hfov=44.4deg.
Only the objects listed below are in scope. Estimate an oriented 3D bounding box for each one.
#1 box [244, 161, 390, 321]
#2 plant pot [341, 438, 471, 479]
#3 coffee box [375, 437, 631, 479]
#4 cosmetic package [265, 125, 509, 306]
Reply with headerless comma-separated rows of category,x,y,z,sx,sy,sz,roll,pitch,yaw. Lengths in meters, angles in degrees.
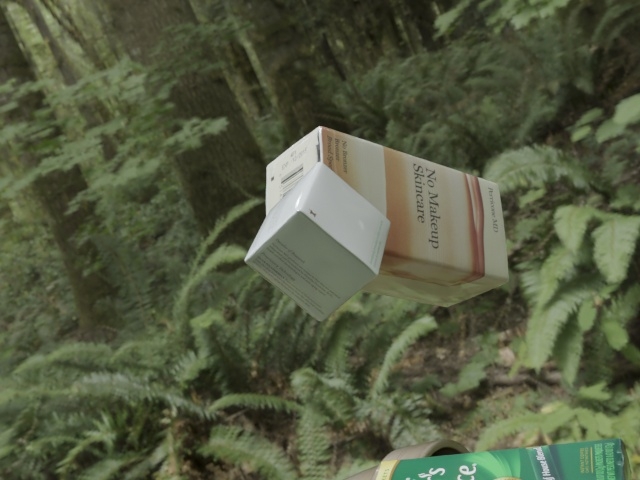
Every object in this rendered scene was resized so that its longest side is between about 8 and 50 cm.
box,0.000,0.000,0.766,0.087,0.102,0.101,-43,14,32
plant pot,0.055,0.425,0.967,0.280,0.323,0.323,-15,10,28
coffee box,0.119,0.192,0.543,0.184,0.040,0.113,-12,18,23
cosmetic package,0.087,-0.020,0.999,0.296,0.153,0.129,12,-26,-33
